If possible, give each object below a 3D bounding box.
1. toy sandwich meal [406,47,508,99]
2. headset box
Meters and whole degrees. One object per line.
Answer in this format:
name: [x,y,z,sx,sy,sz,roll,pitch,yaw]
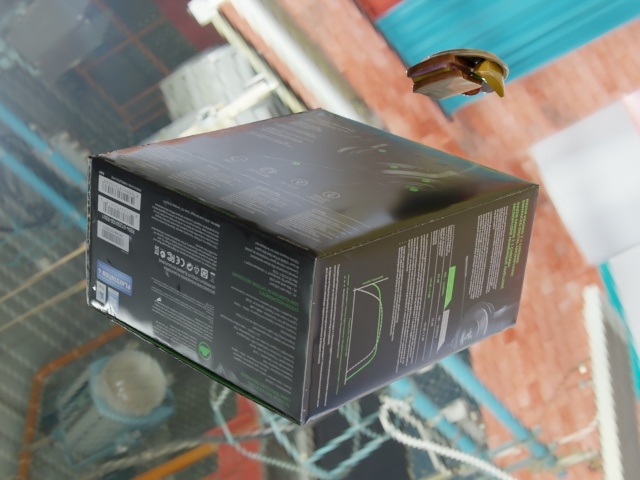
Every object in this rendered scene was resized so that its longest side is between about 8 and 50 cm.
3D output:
toy sandwich meal: [0.112,-0.128,0.980,0.085,0.085,0.029,27,-121,-56]
headset box: [0.000,0.000,0.969,0.283,0.246,0.131,-19,-58,-45]
